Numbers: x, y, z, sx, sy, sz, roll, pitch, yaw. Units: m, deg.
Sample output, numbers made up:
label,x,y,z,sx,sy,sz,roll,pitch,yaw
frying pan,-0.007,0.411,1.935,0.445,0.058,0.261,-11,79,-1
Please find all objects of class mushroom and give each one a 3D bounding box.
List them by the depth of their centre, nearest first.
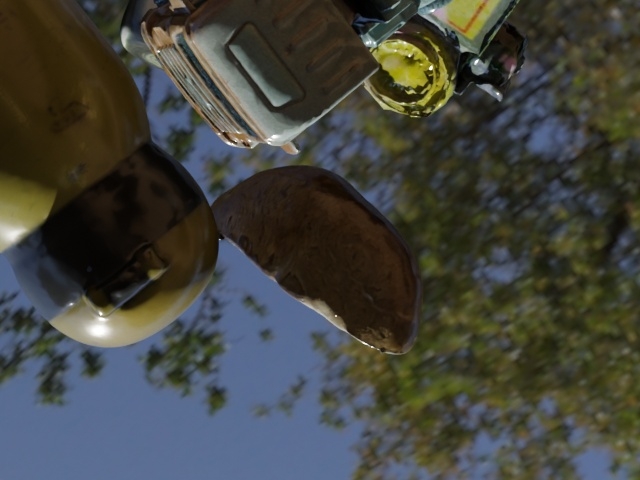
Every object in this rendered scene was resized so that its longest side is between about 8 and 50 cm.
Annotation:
label,x,y,z,sx,sy,sz,roll,pitch,yaw
mushroom,-0.002,-0.001,1.412,0.210,0.094,0.072,42,-167,32

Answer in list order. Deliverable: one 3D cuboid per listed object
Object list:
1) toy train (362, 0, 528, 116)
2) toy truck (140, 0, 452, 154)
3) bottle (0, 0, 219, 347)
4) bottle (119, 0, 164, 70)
label,x,y,z,sx,sy,sz,roll,pitch,yaw
toy train,0.057,-0.216,1.446,0.261,0.177,0.134,34,-134,-1
toy truck,0.037,-0.154,0.984,0.257,0.140,0.108,-40,-74,-8
bottle,-0.211,-0.082,1.302,0.171,0.171,0.351,-41,-83,-34
bottle,-0.050,-0.226,1.166,0.080,0.096,0.253,20,-99,-6
